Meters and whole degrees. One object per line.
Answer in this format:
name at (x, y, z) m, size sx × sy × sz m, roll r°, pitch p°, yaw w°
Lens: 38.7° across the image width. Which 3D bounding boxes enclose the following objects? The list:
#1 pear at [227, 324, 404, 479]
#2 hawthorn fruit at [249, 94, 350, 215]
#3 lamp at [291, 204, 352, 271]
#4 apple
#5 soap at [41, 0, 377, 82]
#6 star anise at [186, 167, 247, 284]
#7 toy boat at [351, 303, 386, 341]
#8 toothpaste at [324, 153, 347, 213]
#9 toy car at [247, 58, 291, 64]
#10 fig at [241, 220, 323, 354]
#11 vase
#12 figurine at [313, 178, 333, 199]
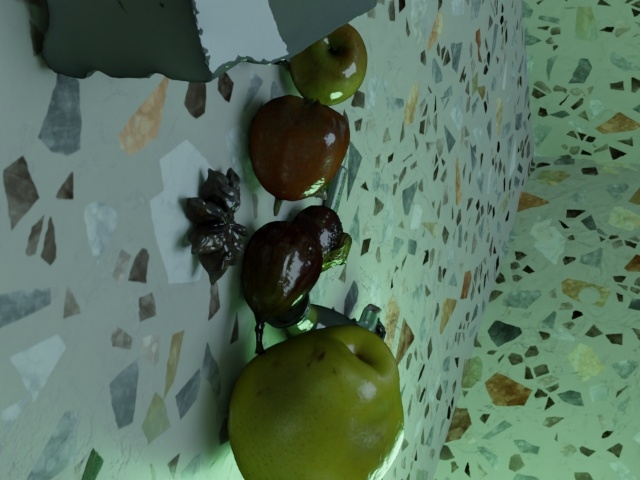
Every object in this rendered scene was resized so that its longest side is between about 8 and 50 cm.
pear at (-0.004, 0.359, 1.867) m, size 0.362 × 0.362 × 0.418 m, roll -41°, pitch 162°, yaw -57°
hawthorn fruit at (-0.051, -0.166, 1.836) m, size 0.199 × 0.199 × 0.251 m, roll -14°, pitch 123°, yaw -65°
lamp at (0.002, -0.001, 2.064) m, size 0.156 × 0.134 × 0.157 m, roll -41°, pitch 132°, yaw -57°
apple at (0.014, -0.378, 1.949) m, size 0.155 × 0.182 × 0.183 m, roll 129°, pitch -25°, yaw -76°
soap at (-0.160, -0.389, 1.321) m, size 0.435 × 0.350 × 0.213 m, roll -47°, pitch 139°, yaw -50°
star anise at (-0.192, -0.026, 1.693) m, size 0.197 × 0.073 × 0.212 m, roll -49°, pitch 137°, yaw -56°
toy boat at (0.103, 0.248, 2.388) m, size 0.262 × 0.114 × 0.115 m, roll -43°, pitch 147°, yaw -51°
toothpaste at (0.030, -0.091, 2.225) m, size 0.067 × 0.037 × 0.256 m, roll 20°, pitch 82°, yaw -72°
toy car at (-0.127, -0.389, 1.701) m, size 0.191 × 0.097 × 0.100 m, roll 14°, pitch 83°, yaw -67°
fig at (-0.095, 0.101, 1.856) m, size 0.170 × 0.145 × 0.274 m, roll 42°, pitch 58°, yaw -45°
vase at (-0.020, 0.202, 2.066) m, size 0.321 × 0.173 × 0.173 m, roll 50°, pitch 51°, yaw -51°
figurine at (-0.022, -0.154, 1.980) m, size 0.138 × 0.125 × 0.125 m, roll 39°, pitch 61°, yaw -69°
